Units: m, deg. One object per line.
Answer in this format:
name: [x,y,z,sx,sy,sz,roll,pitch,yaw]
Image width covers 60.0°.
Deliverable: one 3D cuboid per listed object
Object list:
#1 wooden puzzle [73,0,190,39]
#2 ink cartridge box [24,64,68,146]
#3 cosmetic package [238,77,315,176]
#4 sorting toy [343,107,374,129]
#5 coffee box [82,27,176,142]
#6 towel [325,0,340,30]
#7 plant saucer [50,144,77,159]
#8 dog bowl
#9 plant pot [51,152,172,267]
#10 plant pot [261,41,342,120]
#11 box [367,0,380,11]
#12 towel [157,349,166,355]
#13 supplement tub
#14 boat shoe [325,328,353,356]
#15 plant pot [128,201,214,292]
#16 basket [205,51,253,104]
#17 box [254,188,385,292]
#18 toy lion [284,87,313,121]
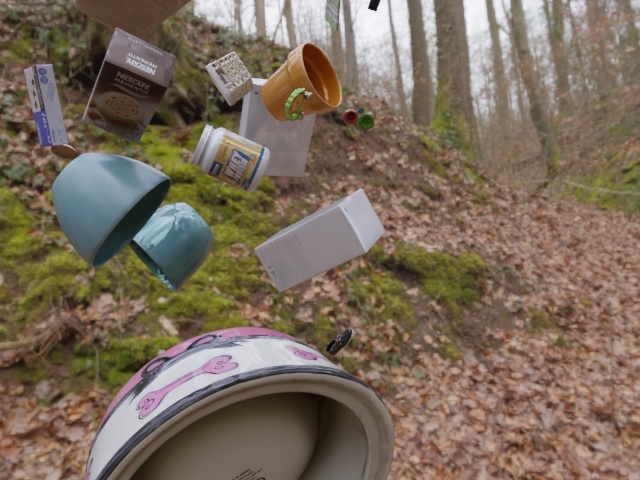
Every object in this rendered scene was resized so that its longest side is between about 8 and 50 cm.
wooden puzzle: [-0.661,-0.904,2.008,0.347,0.081,0.322,-31,-19,20]
ink cartridge box: [-0.737,-0.358,1.490,0.046,0.207,0.097,-18,17,-42]
cosmetic package: [-0.181,-0.450,2.254,0.284,0.377,0.097,-1,31,-26]
sorting toy: [0.122,-0.391,1.772,0.102,0.061,0.042,17,6,-6]
coffee box: [-0.445,-0.347,1.279,0.141,0.098,0.246,20,-31,-24]
towel: [0.043,-0.869,2.050,0.023,0.113,0.152,-12,-44,-16]
plant saucer: [-0.851,-0.300,1.846,0.083,0.015,0.083,3,-26,1]
dog bowl: [-0.112,0.295,0.734,0.407,0.408,0.150,-1,25,-29]
plant pot: [-0.542,-0.104,1.382,0.195,0.290,0.290,39,-9,-5]
plant pot: [-0.068,-0.457,1.671,0.188,0.205,0.205,-21,-12,31]
box: [0.155,-0.661,1.442,0.029,0.116,0.162,18,26,-4]
towel: [-0.411,0.377,1.602,0.027,0.110,0.148,-37,-38,-8]
supplement tub: [-0.261,-0.239,1.614,0.199,0.144,0.144,22,-11,-15]
boat shoe: [0.069,0.365,2.004,0.042,0.133,0.049,29,25,-22]
plant pot: [-0.529,0.002,2.004,0.235,0.293,0.293,-44,12,-20]
basket: [-0.281,-0.509,1.748,0.103,0.113,0.167,-35,5,-2]
box: [0.000,0.000,1.785,0.345,0.168,0.215,-27,7,29]
toy lion: [-0.065,-0.355,1.459,0.034,0.100,0.096,36,39,11]
